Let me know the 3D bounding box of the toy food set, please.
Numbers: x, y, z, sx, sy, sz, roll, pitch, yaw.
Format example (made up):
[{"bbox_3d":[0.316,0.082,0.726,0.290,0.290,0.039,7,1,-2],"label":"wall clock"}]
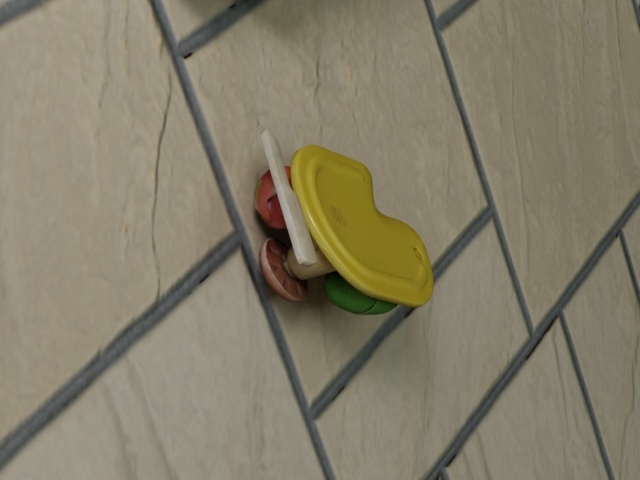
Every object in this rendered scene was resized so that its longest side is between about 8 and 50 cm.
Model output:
[{"bbox_3d":[0.000,0.000,1.352,0.218,0.071,0.128,19,45,-57],"label":"toy food set"}]
